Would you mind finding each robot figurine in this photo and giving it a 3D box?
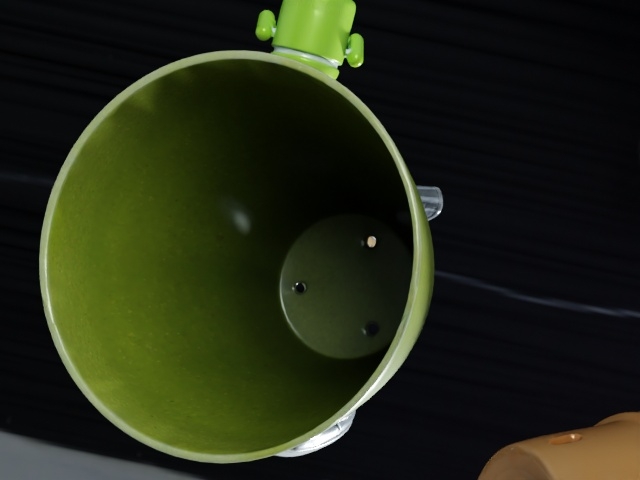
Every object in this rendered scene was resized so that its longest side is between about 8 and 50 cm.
[{"bbox_3d":[-0.008,-0.188,0.992,0.067,0.101,0.115,-143,-113,-80],"label":"robot figurine"}]

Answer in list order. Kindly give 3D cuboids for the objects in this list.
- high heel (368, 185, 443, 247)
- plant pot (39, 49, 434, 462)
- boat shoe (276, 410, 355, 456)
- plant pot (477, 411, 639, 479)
[{"bbox_3d":[0.000,0.000,1.286,0.261,0.186,0.093,-47,-132,46],"label":"high heel"},{"bbox_3d":[-0.022,0.023,0.858,0.293,0.274,0.275,19,82,-71],"label":"plant pot"},{"bbox_3d":[-0.057,0.183,1.313,0.103,0.320,0.118,-37,-126,30],"label":"boat shoe"},{"bbox_3d":[0.290,0.319,1.147,0.291,0.203,0.291,-172,-90,-68],"label":"plant pot"}]
